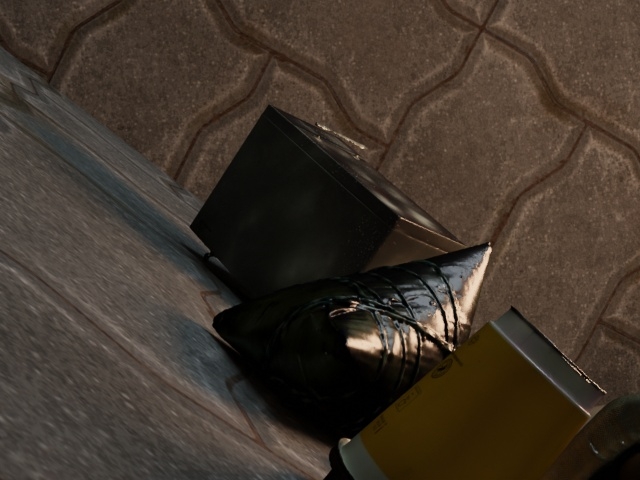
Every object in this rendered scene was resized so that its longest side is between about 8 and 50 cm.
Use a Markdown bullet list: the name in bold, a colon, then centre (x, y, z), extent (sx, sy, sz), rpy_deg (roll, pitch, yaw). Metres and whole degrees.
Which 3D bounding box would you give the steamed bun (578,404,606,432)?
- **steamed bun**: centre (0.416, 0.381, 1.509), extent (0.334, 0.334, 0.374), rpy_deg (39, 1, 7)

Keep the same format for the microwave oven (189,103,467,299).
- **microwave oven**: centre (0.000, 0.000, 2.115), extent (0.236, 0.374, 0.432), rpy_deg (22, 17, -48)

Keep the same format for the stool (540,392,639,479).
- **stool**: centre (0.357, 0.369, 1.136), extent (0.310, 0.310, 0.226), rpy_deg (38, 11, -1)

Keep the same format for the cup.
- **cup**: centre (0.148, 0.211, 1.119), extent (0.196, 0.280, 0.196), rpy_deg (44, 4, -4)

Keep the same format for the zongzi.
- **zongzi**: centre (0.098, 0.111, 1.514), extent (0.383, 0.362, 0.319), rpy_deg (35, -15, -36)
